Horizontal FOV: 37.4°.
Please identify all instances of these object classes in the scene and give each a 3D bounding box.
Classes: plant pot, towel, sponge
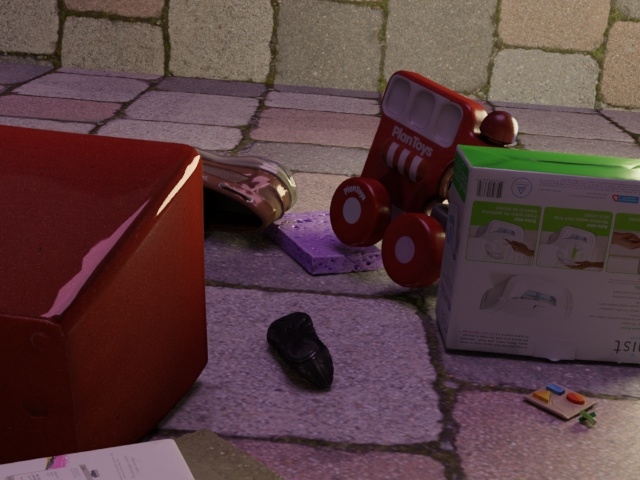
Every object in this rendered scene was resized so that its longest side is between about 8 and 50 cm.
[{"bbox_3d":[-0.265,0.070,0.857,0.267,0.267,0.235,7,32,7],"label":"plant pot"},{"bbox_3d":[-0.099,0.207,0.804,0.148,0.027,0.110,19,22,39],"label":"towel"},{"bbox_3d":[0.000,0.000,1.446,0.117,0.031,0.210,-4,20,-23],"label":"sponge"}]

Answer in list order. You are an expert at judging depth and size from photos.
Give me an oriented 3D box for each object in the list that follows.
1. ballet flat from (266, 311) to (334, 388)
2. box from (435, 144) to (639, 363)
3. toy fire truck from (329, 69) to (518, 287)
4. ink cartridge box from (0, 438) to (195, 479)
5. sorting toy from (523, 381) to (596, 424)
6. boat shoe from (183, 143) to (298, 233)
[{"bbox_3d":[-0.025,0.122,1.077,0.057,0.049,0.173,-26,18,-4],"label":"ballet flat"},{"bbox_3d":[0.286,0.018,1.142,0.262,0.231,0.127,4,19,-1],"label":"box"},{"bbox_3d":[0.165,-0.080,1.314,0.169,0.253,0.302,2,24,-39],"label":"toy fire truck"},{"bbox_3d":[-0.187,0.211,0.632,0.198,0.115,0.067,-5,21,-23],"label":"ink cartridge box"},{"bbox_3d":[0.268,0.174,1.012,0.062,0.012,0.083,-12,24,-41],"label":"sorting toy"},{"bbox_3d":[-0.199,-0.073,1.484,0.324,0.123,0.116,2,40,26],"label":"boat shoe"}]
